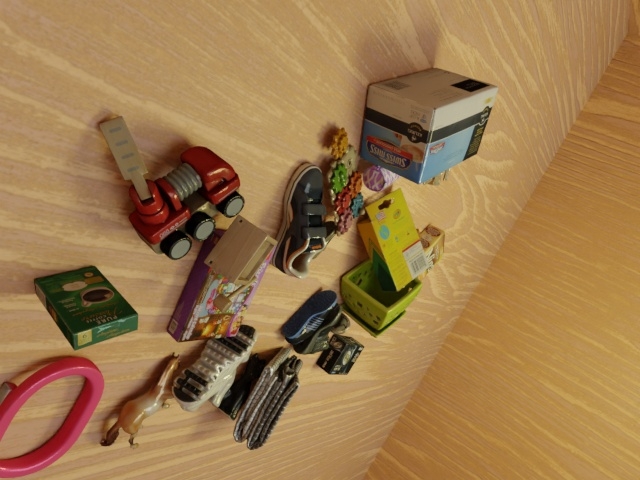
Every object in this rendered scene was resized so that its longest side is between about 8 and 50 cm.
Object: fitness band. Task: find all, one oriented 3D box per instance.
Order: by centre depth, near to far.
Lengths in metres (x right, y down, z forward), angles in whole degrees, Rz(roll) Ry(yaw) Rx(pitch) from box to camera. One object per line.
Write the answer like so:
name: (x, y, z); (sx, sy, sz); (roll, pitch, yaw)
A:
fitness band: (-0.582, 0.373, 0.952); (0.290, 0.054, 0.209); (-58, 148, 4)

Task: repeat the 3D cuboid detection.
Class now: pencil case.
pencil case: (0.212, -0.226, 1.443); (0.206, 0.086, 0.088); (-38, 137, -46)

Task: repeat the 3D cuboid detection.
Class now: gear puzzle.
gear puzzle: (0.083, -0.179, 1.325); (0.175, 0.044, 0.338); (-53, 146, -36)

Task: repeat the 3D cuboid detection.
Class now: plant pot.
plant pot: (0.217, 0.219, 1.728); (0.228, 0.227, 0.207); (-30, 144, -37)

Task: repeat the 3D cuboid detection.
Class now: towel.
towel: (-0.158, 0.518, 1.506); (0.283, 0.121, 0.235); (-62, 174, 5)

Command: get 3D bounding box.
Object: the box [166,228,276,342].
box: (-0.249, 0.118, 1.170); (0.201, 0.057, 0.293); (8, 110, -56)

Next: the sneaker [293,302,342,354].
sneaker: (0.005, 0.325, 1.661); (0.227, 0.087, 0.130); (-53, 149, -1)

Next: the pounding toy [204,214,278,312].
pounding toy: (-0.199, 0.057, 1.046); (0.206, 0.094, 0.181); (-54, 172, -3)

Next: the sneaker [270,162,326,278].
sneaker: (-0.037, -0.045, 1.254); (0.126, 0.128, 0.320); (-8, 122, -48)

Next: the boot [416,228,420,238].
boot: (0.362, -0.009, 1.864); (0.152, 0.073, 0.197); (-36, 151, -31)

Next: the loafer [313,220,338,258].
loafer: (0.000, 0.000, 1.407); (0.148, 0.056, 0.050); (-45, 149, -6)

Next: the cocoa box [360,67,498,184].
cocoa box: (0.322, -0.353, 1.362); (0.347, 0.231, 0.227); (-28, 138, -37)

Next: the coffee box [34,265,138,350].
coffee box: (-0.424, 0.116, 0.820); (0.113, 0.184, 0.040); (-16, 128, -46)

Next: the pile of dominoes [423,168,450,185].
pile of dominoes: (0.460, -0.338, 1.762); (0.196, 0.040, 0.251); (-10, 117, -48)

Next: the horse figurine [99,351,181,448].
horse figurine: (-0.446, 0.432, 1.173); (0.263, 0.066, 0.174); (-39, 149, -31)

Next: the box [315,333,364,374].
box: (0.086, 0.479, 1.901); (0.147, 0.078, 0.180); (-59, 147, 1)

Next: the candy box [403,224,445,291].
candy box: (0.425, 0.097, 2.014); (0.316, 0.088, 0.182); (-41, 144, -23)

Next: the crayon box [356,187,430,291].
crayon box: (0.255, -0.004, 1.616); (0.202, 0.081, 0.318); (-29, 103, -35)

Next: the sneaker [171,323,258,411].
sneaker: (-0.287, 0.348, 1.263); (0.292, 0.110, 0.118); (-43, 155, -37)

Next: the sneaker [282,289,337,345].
sneaker: (-0.032, 0.268, 1.573); (0.232, 0.081, 0.090); (-38, 146, -16)

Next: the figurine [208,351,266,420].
figurine: (-0.262, 0.414, 1.394); (0.209, 0.092, 0.214); (-52, 148, -24)

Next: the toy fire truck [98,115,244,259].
toy fire truck: (-0.284, -0.121, 0.866); (0.217, 0.158, 0.246); (-41, 155, -23)

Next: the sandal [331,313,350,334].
sandal: (0.075, 0.316, 1.765); (0.090, 0.060, 0.219); (-47, 146, -15)
